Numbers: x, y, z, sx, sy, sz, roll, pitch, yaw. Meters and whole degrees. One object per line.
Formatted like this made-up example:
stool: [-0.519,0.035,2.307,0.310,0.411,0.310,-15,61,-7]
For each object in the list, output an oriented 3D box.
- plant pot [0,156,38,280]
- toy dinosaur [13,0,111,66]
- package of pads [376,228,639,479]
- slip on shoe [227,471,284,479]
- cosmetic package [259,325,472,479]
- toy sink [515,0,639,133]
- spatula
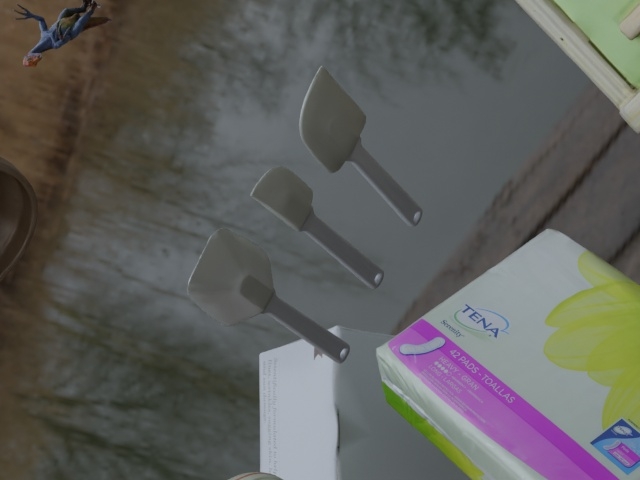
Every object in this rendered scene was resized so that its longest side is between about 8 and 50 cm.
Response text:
plant pot: [-0.485,-0.028,1.644,0.110,0.237,0.237,42,119,32]
toy dinosaur: [-0.225,-0.178,1.149,0.047,0.090,0.082,33,87,38]
package of pads: [0.223,0.131,1.151,0.296,0.229,0.101,39,155,43]
slip on shoe: [-0.154,0.320,1.149,0.331,0.123,0.101,-44,25,1]
cosmetic package: [0.129,0.229,1.431,0.156,0.385,0.217,-24,60,53]
toy sink: [0.214,-0.160,0.737,0.131,0.234,0.153,-34,-10,-47]
spatula: [0.000,0.000,0.901,0.168,0.019,0.242,-63,-26,-8]
